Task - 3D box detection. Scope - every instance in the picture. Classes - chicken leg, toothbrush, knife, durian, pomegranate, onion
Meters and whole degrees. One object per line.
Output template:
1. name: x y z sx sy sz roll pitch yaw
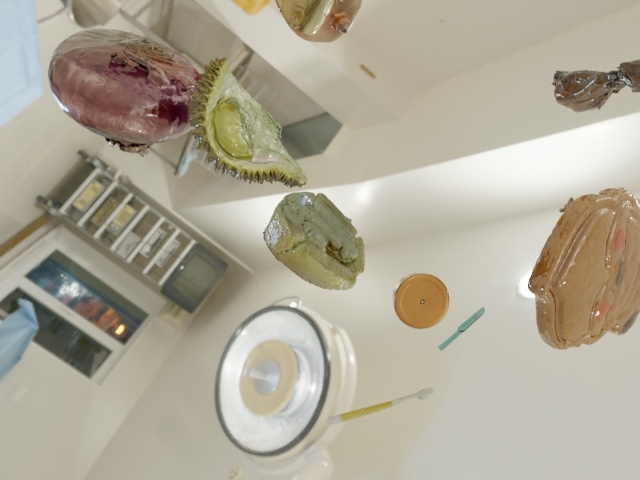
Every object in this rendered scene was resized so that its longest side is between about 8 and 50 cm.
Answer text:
1. chicken leg: 0.571 -0.317 1.032 0.304 0.113 0.093 -104 -148 -82
2. toothbrush: 0.150 0.402 1.230 0.021 0.288 0.024 -118 -153 -43
3. knife: 0.195 0.123 0.706 0.091 0.014 0.005 -49 -147 23
4. durian: -0.160 -0.208 1.046 0.166 0.306 0.172 -41 -160 4
5. pomegranate: 0.013 -0.709 1.506 0.252 0.229 0.270 -56 -130 35
6. toothbrush: -0.025 -0.069 0.890 0.193 0.013 0.019 -47 150 -86
7. onion: -0.429 -0.316 1.148 0.347 0.347 0.285 -66 176 -57

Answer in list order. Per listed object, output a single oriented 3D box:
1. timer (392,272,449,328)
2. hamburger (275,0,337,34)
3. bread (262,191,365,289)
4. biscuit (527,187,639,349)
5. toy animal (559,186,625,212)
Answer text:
1. timer: 0.227 0.132 1.240 0.132 0.132 0.152 -51 -172 3
2. hamburger: -0.017 -0.588 0.964 0.209 0.330 0.162 -19 -175 33
3. bread: 0.000 0.000 1.194 0.186 0.257 0.124 -46 177 -38
4. biscuit: 0.604 0.062 1.084 0.078 0.455 0.349 22 -68 54
5. toy animal: 0.723 -0.057 1.354 0.275 0.054 0.149 139 -41 -85
